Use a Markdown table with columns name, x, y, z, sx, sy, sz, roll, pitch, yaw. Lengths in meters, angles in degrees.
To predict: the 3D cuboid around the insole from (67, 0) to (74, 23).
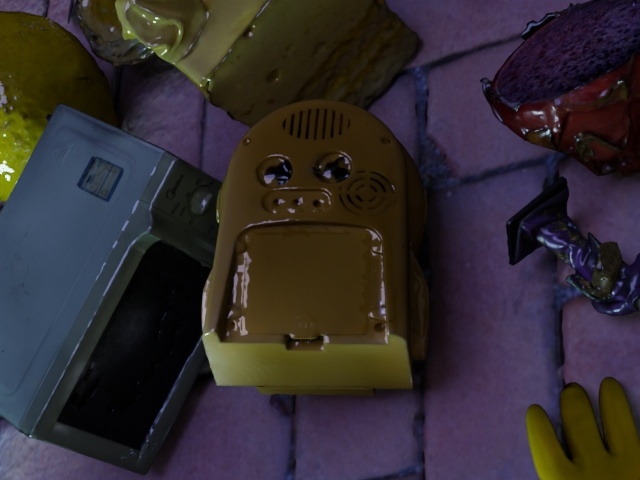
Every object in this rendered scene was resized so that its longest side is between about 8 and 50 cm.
| name | x | y | z | sx | sy | sz | roll | pitch | yaw |
| --- | --- | --- | --- | --- | --- | --- | --- | --- | --- |
| insole | -0.355 | -0.348 | 2.116 | 0.188 | 0.004 | 0.064 | 171 | 108 | -78 |

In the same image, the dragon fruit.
| name | x | y | z | sx | sy | sz | roll | pitch | yaw |
| --- | --- | --- | --- | --- | --- | --- | --- | --- | --- |
| dragon fruit | 0.292 | -0.145 | 1.494 | 0.224 | 0.148 | 0.218 | -12 | 31 | 45 |

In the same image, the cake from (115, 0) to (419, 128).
| name | x | y | z | sx | sy | sz | roll | pitch | yaw |
| --- | --- | --- | --- | --- | --- | --- | --- | --- | --- |
| cake | -0.074 | -0.265 | 1.730 | 0.227 | 0.286 | 0.222 | -50 | 47 | 9 |

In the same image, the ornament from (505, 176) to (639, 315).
| name | x | y | z | sx | sy | sz | roll | pitch | yaw |
| --- | --- | --- | --- | --- | --- | --- | --- | --- | --- |
| ornament | 0.287 | 0.026 | 1.453 | 0.203 | 0.088 | 0.081 | 34 | 68 | 31 |

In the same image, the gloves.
| name | x | y | z | sx | sy | sz | roll | pitch | yaw |
| --- | --- | --- | --- | --- | --- | --- | --- | --- | --- |
| gloves | 0.273 | 0.247 | 1.351 | 0.133 | 0.116 | 0.294 | -11 | 49 | 4 |

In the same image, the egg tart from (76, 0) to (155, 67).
| name | x | y | z | sx | sy | sz | roll | pitch | yaw |
| --- | --- | --- | --- | --- | --- | --- | --- | --- | --- |
| egg tart | -0.224 | -0.364 | 2.005 | 0.288 | 0.118 | 0.288 | -20 | 59 | 38 |

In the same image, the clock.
| name | x | y | z | sx | sy | sz | roll | pitch | yaw |
| --- | --- | --- | --- | --- | --- | --- | --- | --- | --- |
| clock | 0.000 | 0.000 | 1.587 | 0.244 | 0.200 | 0.317 | 2 | 66 | 4 |

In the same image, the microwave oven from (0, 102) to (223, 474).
| name | x | y | z | sx | sy | sz | roll | pitch | yaw |
| --- | --- | --- | --- | --- | --- | --- | --- | --- | --- |
| microwave oven | -0.255 | 0.058 | 1.773 | 0.286 | 0.218 | 0.355 | 24 | 86 | 45 |

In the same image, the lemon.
| name | x | y | z | sx | sy | sz | roll | pitch | yaw |
| --- | --- | --- | --- | --- | --- | --- | --- | --- | --- |
| lemon | -0.406 | -0.176 | 1.983 | 0.310 | 0.253 | 0.253 | 37 | 95 | 32 |
